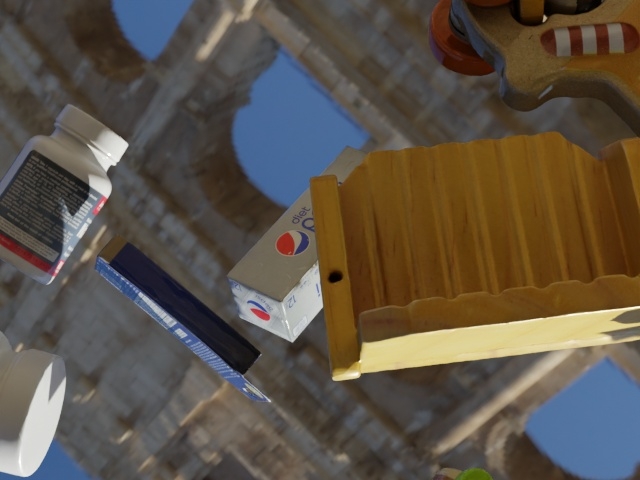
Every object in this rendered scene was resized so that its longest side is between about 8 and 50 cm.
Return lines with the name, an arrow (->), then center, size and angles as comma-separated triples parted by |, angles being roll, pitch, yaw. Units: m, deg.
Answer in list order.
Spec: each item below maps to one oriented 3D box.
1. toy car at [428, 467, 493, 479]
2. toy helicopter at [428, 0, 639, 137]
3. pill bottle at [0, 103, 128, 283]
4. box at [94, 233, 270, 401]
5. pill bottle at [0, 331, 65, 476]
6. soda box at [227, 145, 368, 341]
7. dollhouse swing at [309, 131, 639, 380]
toy car -> 0.172, 0.408, 1.709 | 0.149, 0.155, 0.188 | 38, -111, -3
toy helicopter -> 0.269, -0.163, 1.130 | 0.235, 0.140, 0.355 | -30, -112, -14
pill bottle -> -0.292, -0.053, 1.428 | 0.108, 0.108, 0.180 | 34, -95, -8
box -> -0.137, 0.084, 1.351 | 0.225, 0.136, 0.036 | 42, -102, -4
pill bottle -> -0.424, 0.153, 1.383 | 0.279, 0.162, 0.162 | 13, -135, 5
soda box -> 0.000, 0.000, 1.797 | 0.098, 0.091, 0.286 | 23, -124, 29
dollhouse swing -> 0.167, -0.018, 1.236 | 0.347, 0.305, 0.315 | -7, -115, 0
